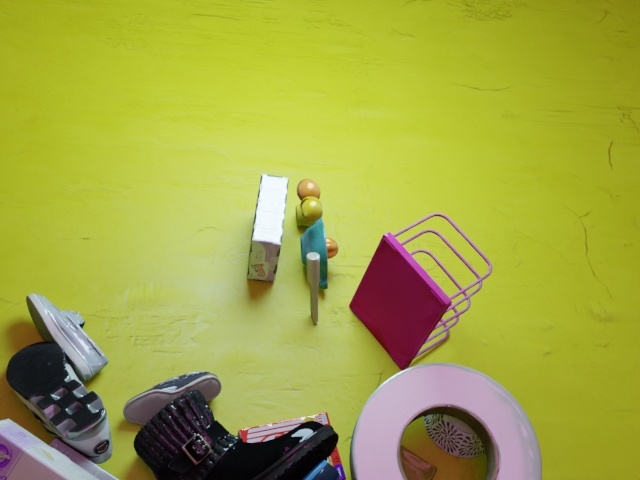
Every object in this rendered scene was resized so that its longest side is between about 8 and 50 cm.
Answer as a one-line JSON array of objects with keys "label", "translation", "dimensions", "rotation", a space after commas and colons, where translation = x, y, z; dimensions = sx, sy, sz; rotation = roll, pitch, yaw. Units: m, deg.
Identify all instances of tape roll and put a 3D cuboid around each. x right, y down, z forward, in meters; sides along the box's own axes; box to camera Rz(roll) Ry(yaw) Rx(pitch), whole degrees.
[{"label": "tape roll", "translation": [0.252, 0.444, 1.574], "dimensions": [0.391, 0.072, 0.392], "rotation": [2, 64, -4]}]

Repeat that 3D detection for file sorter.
[{"label": "file sorter", "translation": [0.227, 0.109, 1.743], "dimensions": [0.182, 0.291, 0.202], "rotation": [-27, 65, -31]}]

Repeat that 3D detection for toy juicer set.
[{"label": "toy juicer set", "translation": [0.000, 0.000, 1.813], "dimensions": [0.089, 0.209, 0.329], "rotation": [-4, 55, -5]}]

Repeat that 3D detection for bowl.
[{"label": "bowl", "translation": [0.320, 0.382, 1.700], "dimensions": [0.170, 0.080, 0.170], "rotation": [7, 55, -10]}]

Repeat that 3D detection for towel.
[{"label": "towel", "translation": [0.148, 0.536, 1.587], "dimensions": [0.102, 0.021, 0.237], "rotation": [32, 54, 9]}]

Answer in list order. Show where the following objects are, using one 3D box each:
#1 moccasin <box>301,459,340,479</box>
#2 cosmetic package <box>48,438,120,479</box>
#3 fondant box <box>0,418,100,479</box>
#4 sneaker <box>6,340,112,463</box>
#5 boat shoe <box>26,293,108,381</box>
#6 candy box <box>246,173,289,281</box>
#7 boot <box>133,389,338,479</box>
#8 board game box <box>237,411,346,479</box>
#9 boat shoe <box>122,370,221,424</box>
[{"label": "moccasin", "translation": [-0.063, 0.555, 1.373], "dimensions": [0.116, 0.138, 0.342], "rotation": [36, 69, 8]}, {"label": "cosmetic package", "translation": [-0.420, 0.482, 1.426], "dimensions": [0.238, 0.127, 0.107], "rotation": [31, 53, 12]}, {"label": "fondant box", "translation": [-0.544, 0.507, 1.307], "dimensions": [0.238, 0.096, 0.330], "rotation": [30, 83, 9]}, {"label": "sneaker", "translation": [-0.513, 0.326, 1.528], "dimensions": [0.122, 0.146, 0.330], "rotation": [-30, 42, -26]}, {"label": "boat shoe", "translation": [-0.533, 0.194, 1.638], "dimensions": [0.081, 0.079, 0.227], "rotation": [-32, 73, -37]}, {"label": "candy box", "translation": [-0.125, -0.028, 1.829], "dimensions": [0.070, 0.165, 0.196], "rotation": [8, 55, -5]}, {"label": "boot", "translation": [-0.167, 0.387, 1.498], "dimensions": [0.347, 0.131, 0.260], "rotation": [-31, 61, -11]}, {"label": "board game box", "translation": [-0.061, 0.444, 1.586], "dimensions": [0.193, 0.045, 0.147], "rotation": [-8, 58, -18]}, {"label": "boat shoe", "translation": [-0.311, 0.325, 1.617], "dimensions": [0.206, 0.075, 0.065], "rotation": [-16, 18, -17]}]
